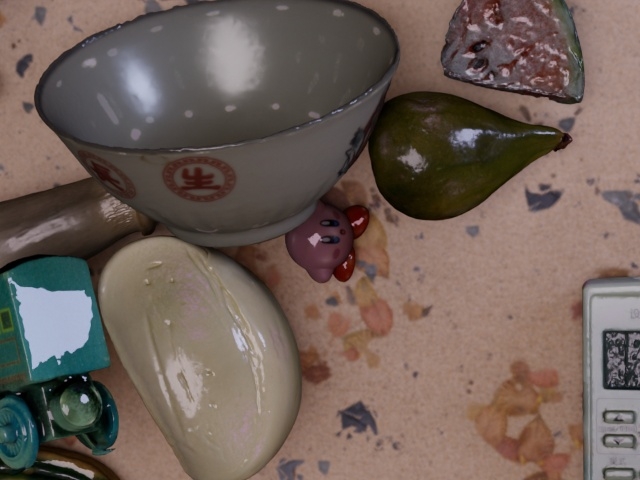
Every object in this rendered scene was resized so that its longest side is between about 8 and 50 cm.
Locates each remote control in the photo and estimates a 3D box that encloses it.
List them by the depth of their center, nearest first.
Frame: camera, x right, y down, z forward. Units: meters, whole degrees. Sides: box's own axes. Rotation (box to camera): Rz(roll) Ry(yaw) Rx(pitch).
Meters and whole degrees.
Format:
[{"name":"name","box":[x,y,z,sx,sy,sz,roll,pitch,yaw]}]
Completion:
[{"name":"remote control","box":[0.323,0.206,1.900,0.145,0.050,0.344,-1,97,11]}]

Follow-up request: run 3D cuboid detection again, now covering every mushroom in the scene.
[{"name":"mushroom","box":[-0.277,-0.006,1.956,0.247,0.108,0.096,-21,83,12]}]

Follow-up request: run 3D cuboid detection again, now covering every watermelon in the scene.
[{"name":"watermelon","box":[0.173,-0.201,1.867,0.139,0.071,0.187,-25,101,20]}]

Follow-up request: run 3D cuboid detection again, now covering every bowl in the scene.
[{"name":"bowl","box":[-0.086,-0.095,1.829,0.337,0.337,0.157,-2,119,11]}]

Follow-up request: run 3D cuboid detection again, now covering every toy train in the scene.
[{"name":"toy train","box":[-0.309,0.130,1.898,0.298,0.120,0.194,-18,85,50]}]

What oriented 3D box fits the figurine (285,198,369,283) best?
[{"name":"figurine","box":[0.000,0.000,1.925,0.067,0.071,0.083,8,92,52]}]

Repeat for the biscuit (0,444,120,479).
[{"name":"biscuit","box":[-0.344,0.353,2.048,0.344,0.057,0.287,-6,97,12]}]

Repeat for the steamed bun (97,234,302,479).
[{"name":"steamed bun","box":[-0.106,0.104,1.894,0.155,0.200,0.250,-31,86,0]}]

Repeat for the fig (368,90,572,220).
[{"name":"fig","box":[0.134,-0.071,1.853,0.185,0.133,0.126,14,64,8]}]
